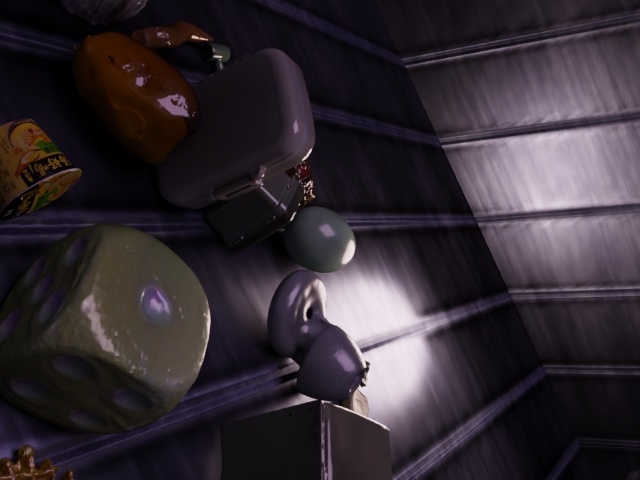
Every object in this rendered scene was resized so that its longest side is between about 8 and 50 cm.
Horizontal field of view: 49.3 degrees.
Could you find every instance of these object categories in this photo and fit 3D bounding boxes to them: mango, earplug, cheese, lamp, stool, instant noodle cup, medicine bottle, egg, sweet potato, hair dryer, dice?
[{"bbox_3d":[-0.376,-0.300,1.414,0.287,0.152,0.201,42,56,-9],"label":"mango"},{"bbox_3d":[-0.012,0.229,1.661,0.214,0.175,0.326,-29,95,-54],"label":"earplug"},{"bbox_3d":[0.082,0.471,1.788,0.097,0.037,0.192,48,34,-28],"label":"cheese"},{"bbox_3d":[-0.108,-0.197,1.784,0.177,0.177,0.274,29,37,-48],"label":"lamp"},{"bbox_3d":[-0.026,0.451,1.395,0.243,0.269,0.170,34,44,-43],"label":"stool"},{"bbox_3d":[-0.494,-0.123,1.159,0.122,0.151,0.151,57,31,-4],"label":"instant noodle cup"},{"bbox_3d":[-0.192,-0.229,1.478,0.123,0.375,0.283,22,53,-57],"label":"medicine bottle"},{"bbox_3d":[0.000,0.000,1.843,0.231,0.168,0.168,29,47,-51],"label":"egg"},{"bbox_3d":[-0.356,-0.506,1.713,0.281,0.067,0.059,-44,150,-59],"label":"sweet potato"},{"bbox_3d":[-0.267,-0.447,1.854,0.071,0.047,0.150,-16,95,-56],"label":"hair dryer"},{"bbox_3d":[-0.343,0.142,1.108,0.252,0.249,0.255,46,36,-34],"label":"dice"}]

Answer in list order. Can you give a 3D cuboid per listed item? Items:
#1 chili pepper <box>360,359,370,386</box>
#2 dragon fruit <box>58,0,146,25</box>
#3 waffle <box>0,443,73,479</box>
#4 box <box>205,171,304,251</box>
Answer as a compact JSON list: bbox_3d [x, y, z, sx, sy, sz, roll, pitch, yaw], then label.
[{"bbox_3d":[0.120,0.371,1.934,0.030,0.034,0.091,22,44,-7],"label":"chili pepper"},{"bbox_3d":[-0.443,-0.604,1.491,0.283,0.221,0.204,8,58,-59],"label":"dragon fruit"},{"bbox_3d":[-0.417,0.431,0.993,0.229,0.051,0.232,56,32,-19],"label":"waffle"},{"bbox_3d":[-0.153,-0.080,1.613,0.129,0.210,0.148,46,37,-21],"label":"box"}]
